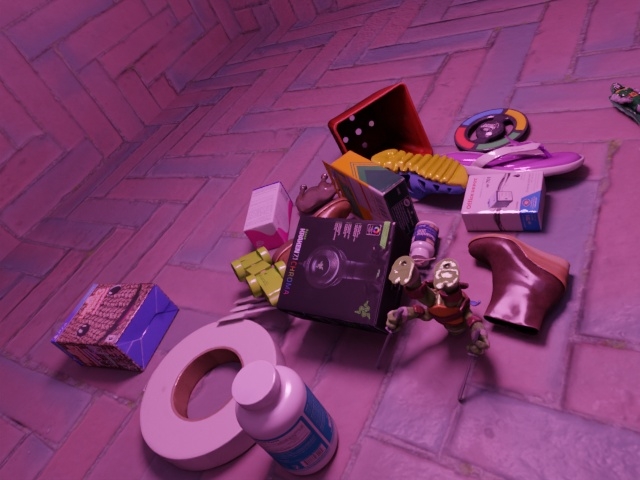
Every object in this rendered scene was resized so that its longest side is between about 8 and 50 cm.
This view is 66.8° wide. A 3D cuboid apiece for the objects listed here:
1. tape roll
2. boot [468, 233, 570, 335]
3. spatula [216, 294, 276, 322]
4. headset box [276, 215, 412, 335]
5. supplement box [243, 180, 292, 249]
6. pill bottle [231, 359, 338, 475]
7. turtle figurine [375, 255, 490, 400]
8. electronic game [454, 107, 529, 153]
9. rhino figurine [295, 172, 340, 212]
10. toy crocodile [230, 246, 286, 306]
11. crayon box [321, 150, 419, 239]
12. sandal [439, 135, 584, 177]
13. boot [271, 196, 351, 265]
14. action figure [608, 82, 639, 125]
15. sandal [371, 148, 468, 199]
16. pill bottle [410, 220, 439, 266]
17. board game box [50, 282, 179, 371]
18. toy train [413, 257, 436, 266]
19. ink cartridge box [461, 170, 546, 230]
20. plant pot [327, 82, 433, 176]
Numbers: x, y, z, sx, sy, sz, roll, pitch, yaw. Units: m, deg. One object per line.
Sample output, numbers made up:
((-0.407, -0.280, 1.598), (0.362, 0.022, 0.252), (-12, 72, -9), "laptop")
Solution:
((-0.272, 0.373, 1.226), (0.391, 0.072, 0.392), (-17, 40, 15), "tape roll")
((0.414, 0.092, 1.101), (0.248, 0.090, 0.207), (19, 56, 39), "boot")
((-0.156, 0.173, 1.367), (0.242, 0.019, 0.168), (-15, 7, 16), "spatula")
((0.068, 0.082, 1.172), (0.283, 0.131, 0.246), (6, 74, 31), "headset box")
((-0.173, -0.082, 1.643), (0.113, 0.111, 0.220), (-16, 39, 16), "supplement box")
((-0.074, 0.350, 0.973), (0.146, 0.264, 0.146), (-17, 39, 14), "pill bottle")
((0.231, 0.171, 0.989), (0.274, 0.266, 0.198), (-39, 41, -8), "turtle figurine")
((0.544, -0.352, 1.554), (0.229, 0.048, 0.229), (-17, 40, 15), "electronic game")
((0.013, -0.167, 1.626), (0.243, 0.073, 0.106), (-26, 36, 28), "rhino figurine")
((-0.165, 0.106, 1.390), (0.115, 0.105, 0.340), (-28, 27, -18), "toy crocodile")
((0.148, -0.136, 1.430), (0.083, 0.203, 0.323), (-37, 39, -11), "crayon box")
((0.510, -0.240, 1.372), (0.416, 0.102, 0.169), (6, 29, 37), "sandal")
((0.000, 0.000, 1.465), (0.305, 0.112, 0.115), (-45, 51, -7), "boot")
((0.895, -0.385, 1.362), (0.137, 0.064, 0.232), (-18, 41, -2), "action figure")
((0.299, -0.183, 1.453), (0.126, 0.138, 0.317), (-35, 38, -31), "sandal")
((0.276, 0.010, 1.298), (0.067, 0.067, 0.120), (-3, 45, 29), "pill bottle")
((-0.636, 0.264, 1.517), (0.290, 0.141, 0.232), (-4, 44, 28), "board game box")
((0.164, 0.107, 1.240), (0.248, 0.105, 0.143), (-4, 55, 28), "toy train")
((0.481, -0.101, 1.274), (0.190, 0.082, 0.140), (1, 56, 31), "ink cartridge box")
((0.172, -0.352, 1.637), (0.267, 0.267, 0.236), (-33, 25, -5), "plant pot")
